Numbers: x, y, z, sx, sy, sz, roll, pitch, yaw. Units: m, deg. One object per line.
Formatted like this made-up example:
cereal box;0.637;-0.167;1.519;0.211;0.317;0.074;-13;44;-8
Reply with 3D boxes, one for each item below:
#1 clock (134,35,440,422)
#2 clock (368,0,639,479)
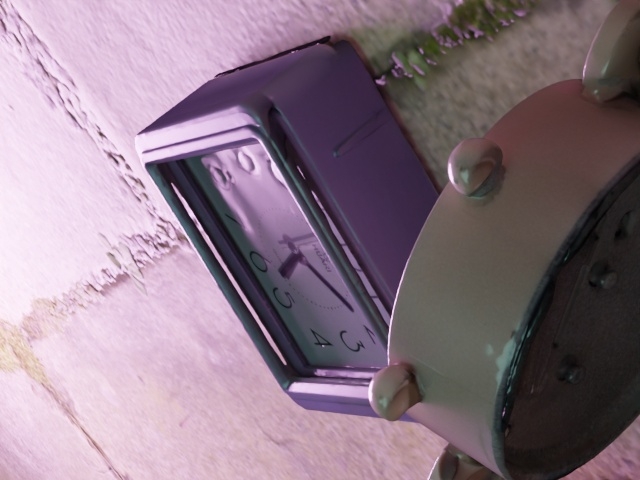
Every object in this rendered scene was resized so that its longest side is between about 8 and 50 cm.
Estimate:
clock;0.001;0.000;0.712;0.144;0.073;0.193;-6;119;58
clock;0.096;0.019;0.511;0.063;0.155;0.229;28;109;33
